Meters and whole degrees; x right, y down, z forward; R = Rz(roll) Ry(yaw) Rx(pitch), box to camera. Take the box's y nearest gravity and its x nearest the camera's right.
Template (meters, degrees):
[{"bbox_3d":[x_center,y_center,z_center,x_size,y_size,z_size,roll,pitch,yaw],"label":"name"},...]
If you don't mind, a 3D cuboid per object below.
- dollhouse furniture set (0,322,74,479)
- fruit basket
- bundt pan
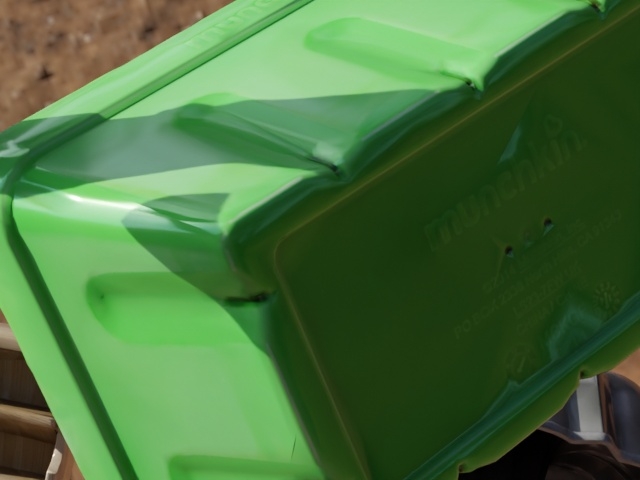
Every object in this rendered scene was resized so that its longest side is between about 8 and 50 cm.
[{"bbox_3d":[-0.346,0.220,1.664,0.362,0.257,0.394,10,3,6],"label":"dollhouse furniture set"},{"bbox_3d":[0.000,0.000,0.957,0.392,0.283,0.392,-20,20,7],"label":"fruit basket"},{"bbox_3d":[0.138,0.190,1.456,0.330,0.331,0.124,-3,49,11],"label":"bundt pan"}]
